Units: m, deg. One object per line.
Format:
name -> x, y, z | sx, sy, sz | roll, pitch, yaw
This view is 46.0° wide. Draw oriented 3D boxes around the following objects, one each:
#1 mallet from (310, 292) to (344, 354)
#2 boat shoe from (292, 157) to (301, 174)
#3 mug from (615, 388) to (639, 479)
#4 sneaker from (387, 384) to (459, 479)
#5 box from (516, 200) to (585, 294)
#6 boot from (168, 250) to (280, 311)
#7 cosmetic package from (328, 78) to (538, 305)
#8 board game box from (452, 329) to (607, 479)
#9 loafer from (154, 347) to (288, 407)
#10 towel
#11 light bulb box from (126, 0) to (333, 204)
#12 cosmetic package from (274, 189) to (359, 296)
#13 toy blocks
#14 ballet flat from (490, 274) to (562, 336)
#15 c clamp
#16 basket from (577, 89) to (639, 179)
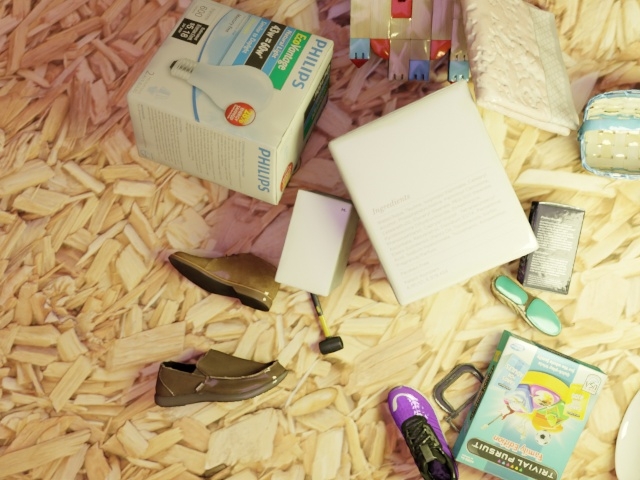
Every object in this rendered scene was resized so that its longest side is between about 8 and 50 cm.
mallet -> -0.005, 0.205, 1.946 | 0.062, 0.039, 0.190 | -27, 84, 12
boat shoe -> -0.180, -0.257, 1.910 | 0.285, 0.092, 0.103 | 34, 98, 5
mug -> 0.904, 0.452, 1.722 | 0.328, 0.276, 0.374 | 21, 66, 1
sneaker -> 0.261, 0.497, 1.863 | 0.102, 0.146, 0.293 | -30, 89, 9
box -> 0.543, 0.014, 1.786 | 0.108, 0.153, 0.207 | 10, 94, 9
boot -> -0.246, 0.079, 1.957 | 0.305, 0.112, 0.115 | 20, 66, 11
cosmetic package -> 0.256, -0.106, 1.733 | 0.327, 0.329, 0.394 | -24, 91, 9
board game box -> 0.507, 0.424, 1.842 | 0.253, 0.079, 0.336 | 22, 97, 1
loafer -> -0.267, 0.345, 1.942 | 0.365, 0.134, 0.130 | -10, 92, 9
towel -> 0.438, -0.414, 1.671 | 0.053, 0.317, 0.332 | -29, 58, 48
light bulb box -> -0.199, -0.330, 1.767 | 0.361, 0.225, 0.358 | 20, 60, 7
cosmetic package -> 0.000, 0.000, 1.833 | 0.138, 0.224, 0.224 | 16, 95, 7
toy blocks -> 0.214, -0.498, 1.807 | 0.381, 0.191, 0.261 | 2, 106, 3
ballet flat -> 0.501, 0.160, 1.846 | 0.206, 0.067, 0.073 | 43, 78, 5
c clamp -> 0.361, 0.395, 1.907 | 0.137, 0.022, 0.161 | 41, 100, 9
basket -> 0.695, -0.236, 1.676 | 0.254, 0.289, 0.201 | 4, 94, 8
